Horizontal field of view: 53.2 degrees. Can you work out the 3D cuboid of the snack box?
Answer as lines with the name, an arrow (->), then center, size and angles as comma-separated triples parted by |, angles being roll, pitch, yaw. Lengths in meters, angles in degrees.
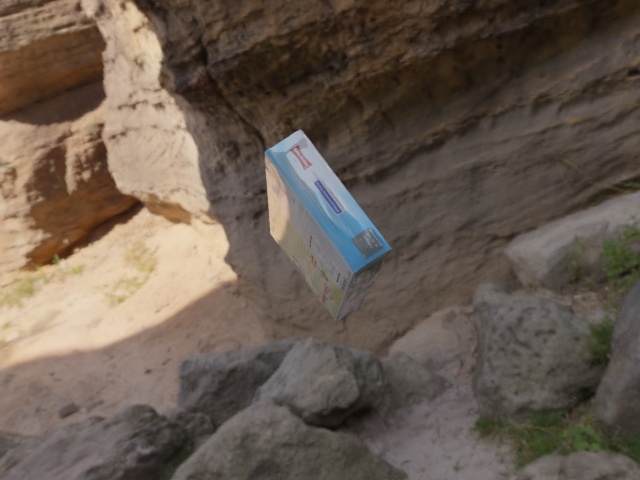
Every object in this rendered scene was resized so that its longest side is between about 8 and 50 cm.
snack box -> 0.000, 0.000, 0.897 | 0.060, 0.187, 0.322 | -33, -13, -12
